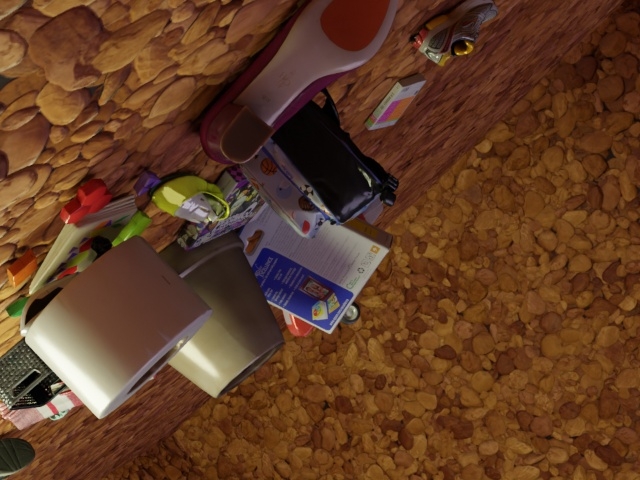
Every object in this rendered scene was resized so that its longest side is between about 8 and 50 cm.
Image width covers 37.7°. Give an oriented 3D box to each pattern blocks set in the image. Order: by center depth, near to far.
[{"bbox_3d":[-0.369,0.003,1.456,0.325,0.026,0.285,-45,170,24],"label":"pattern blocks set"}]

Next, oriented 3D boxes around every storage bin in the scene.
[{"bbox_3d":[-0.531,0.245,1.756,0.122,0.084,0.180,-40,170,0],"label":"storage bin"}]

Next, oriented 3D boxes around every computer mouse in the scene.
[{"bbox_3d":[-0.398,0.070,1.450,0.193,0.042,0.106,-44,177,-15],"label":"computer mouse"}]

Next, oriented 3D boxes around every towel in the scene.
[{"bbox_3d":[-0.519,0.334,2.049,0.328,0.037,0.237,-19,166,-13],"label":"towel"}]

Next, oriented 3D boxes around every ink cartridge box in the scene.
[{"bbox_3d":[-0.042,0.037,2.105,0.304,0.307,0.072,-58,-174,39],"label":"ink cartridge box"}]

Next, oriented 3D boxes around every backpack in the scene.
[{"bbox_3d":[-0.012,-0.128,1.608,0.213,0.277,0.263,-37,178,8],"label":"backpack"}]

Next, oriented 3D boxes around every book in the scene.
[{"bbox_3d":[0.169,-0.312,2.120,0.096,0.035,0.144,-26,162,-47],"label":"book"}]

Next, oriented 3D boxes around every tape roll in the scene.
[{"bbox_3d":[-0.312,0.136,1.470,0.246,0.169,0.246,-44,177,-3],"label":"tape roll"}]

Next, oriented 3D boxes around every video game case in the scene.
[{"bbox_3d":[-0.155,-0.086,1.842,0.232,0.042,0.210,-28,163,-53],"label":"video game case"}]

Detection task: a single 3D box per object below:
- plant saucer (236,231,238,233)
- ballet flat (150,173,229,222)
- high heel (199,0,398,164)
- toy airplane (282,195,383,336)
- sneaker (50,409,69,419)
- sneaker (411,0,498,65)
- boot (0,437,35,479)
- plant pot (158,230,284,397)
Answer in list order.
[{"bbox_3d":[-0.244,0.045,2.172,0.192,0.018,0.067,-44,170,15],"label":"plant saucer"},{"bbox_3d":[-0.211,-0.065,1.609,0.077,0.077,0.231,-42,170,10],"label":"ballet flat"},{"bbox_3d":[-0.041,-0.268,1.403,0.377,0.127,0.181,-44,-160,-6],"label":"high heel"},{"bbox_3d":[0.000,0.000,2.340,0.386,0.272,0.384,-57,-159,34],"label":"toy airplane"},{"bbox_3d":[-0.612,0.400,2.283,0.098,0.038,0.069,-40,170,-1],"label":"sneaker"},{"bbox_3d":[0.284,-0.418,1.895,0.225,0.093,0.088,-36,170,-28],"label":"sneaker"},{"bbox_3d":[-0.783,0.542,2.131,0.236,0.085,0.178,-18,159,-51],"label":"boot"},{"bbox_3d":[-0.234,0.166,1.971,0.323,0.280,0.323,-39,171,-7],"label":"plant pot"}]
